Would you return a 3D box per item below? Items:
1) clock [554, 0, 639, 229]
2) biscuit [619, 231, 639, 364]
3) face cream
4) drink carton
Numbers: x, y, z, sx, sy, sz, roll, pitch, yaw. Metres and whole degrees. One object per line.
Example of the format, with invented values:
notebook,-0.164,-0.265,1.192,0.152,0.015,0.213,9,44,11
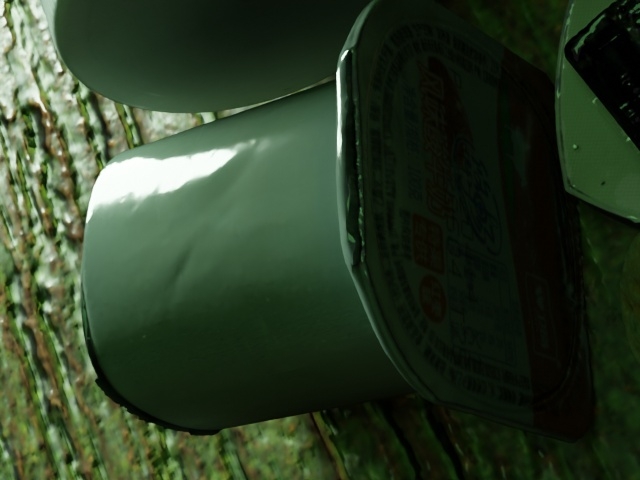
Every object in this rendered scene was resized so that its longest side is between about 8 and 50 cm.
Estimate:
clock,0.178,-0.077,0.707,0.172,0.064,0.198,-39,58,14
biscuit,0.190,0.038,0.608,0.234,0.030,0.153,-172,71,-69
face cream,-0.061,-0.196,0.806,0.201,0.201,0.187,-30,61,21
drink carton,0.000,0.000,0.726,0.190,0.191,0.185,-10,72,36
